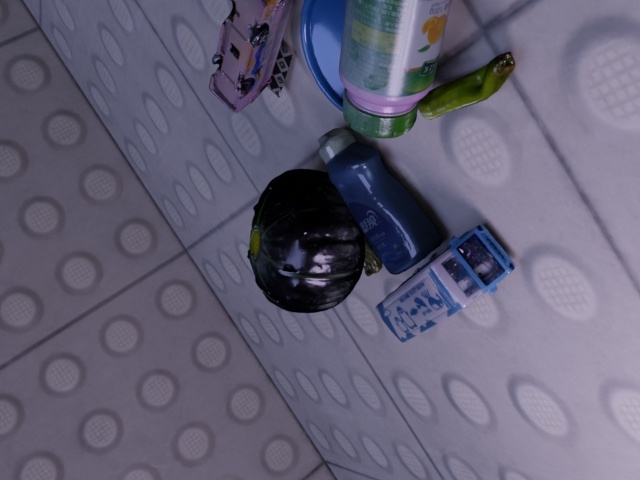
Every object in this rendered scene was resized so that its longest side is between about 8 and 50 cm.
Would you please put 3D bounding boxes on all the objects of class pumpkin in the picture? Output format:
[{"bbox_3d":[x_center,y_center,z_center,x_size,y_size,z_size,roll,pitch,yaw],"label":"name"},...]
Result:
[{"bbox_3d":[0.000,0.000,1.428,0.296,0.295,0.296,43,154,27],"label":"pumpkin"}]

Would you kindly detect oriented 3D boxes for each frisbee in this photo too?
[{"bbox_3d":[0.064,-0.296,1.094,0.242,0.045,0.242,31,140,30],"label":"frisbee"}]

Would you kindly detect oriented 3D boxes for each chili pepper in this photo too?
[{"bbox_3d":[0.200,-0.205,0.949,0.050,0.052,0.201,34,162,-16],"label":"chili pepper"}]

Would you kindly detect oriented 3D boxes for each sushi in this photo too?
[{"bbox_3d":[-0.101,-0.358,1.364,0.126,0.026,0.120,44,147,9],"label":"sushi"}]

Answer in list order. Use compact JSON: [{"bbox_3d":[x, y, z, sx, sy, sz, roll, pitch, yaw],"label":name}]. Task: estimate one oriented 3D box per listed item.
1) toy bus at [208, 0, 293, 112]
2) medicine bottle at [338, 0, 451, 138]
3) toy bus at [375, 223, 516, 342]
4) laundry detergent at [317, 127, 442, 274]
[{"bbox_3d":[-0.123,-0.354,1.262,0.090,0.112,0.274,43,147,9],"label":"toy bus"},{"bbox_3d":[0.094,-0.269,0.922,0.133,0.133,0.274,42,145,28],"label":"medicine bottle"},{"bbox_3d":[0.205,0.081,1.220,0.106,0.131,0.297,52,158,7],"label":"toy bus"},{"bbox_3d":[0.091,-0.080,1.273,0.290,0.094,0.143,54,161,4],"label":"laundry detergent"}]
